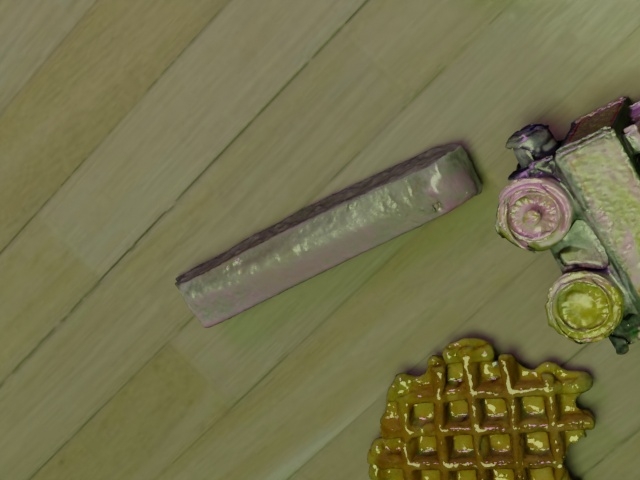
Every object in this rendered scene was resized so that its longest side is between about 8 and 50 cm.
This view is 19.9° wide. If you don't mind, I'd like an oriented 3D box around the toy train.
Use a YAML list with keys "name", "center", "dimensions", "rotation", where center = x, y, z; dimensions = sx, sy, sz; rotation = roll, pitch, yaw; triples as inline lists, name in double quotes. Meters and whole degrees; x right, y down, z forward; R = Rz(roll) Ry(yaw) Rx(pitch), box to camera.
- name: "toy train"
  center: [0.296, -0.013, 1.898]
  dimensions: [0.177, 0.134, 0.261]
  rotation: [-25, 102, 25]

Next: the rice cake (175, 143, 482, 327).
- name: "rice cake"
  center: [0.000, 0.000, 2.041]
  dimensions: [0.399, 0.064, 0.070]
  rotation: [-26, 107, 25]

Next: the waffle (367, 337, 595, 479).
- name: "waffle"
  center: [0.195, 0.259, 2.084]
  dimensions: [0.281, 0.058, 0.301]
  rotation: [20, 115, 10]
